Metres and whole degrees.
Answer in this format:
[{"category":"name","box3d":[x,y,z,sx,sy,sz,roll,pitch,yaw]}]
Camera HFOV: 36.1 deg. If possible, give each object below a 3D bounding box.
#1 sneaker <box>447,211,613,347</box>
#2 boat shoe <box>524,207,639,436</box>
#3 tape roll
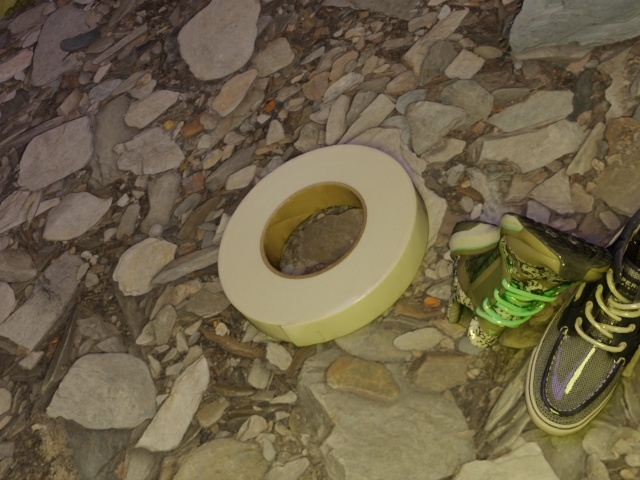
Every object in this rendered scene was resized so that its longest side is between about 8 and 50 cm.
[{"category":"sneaker","box3d":[0.276,0.071,1.385,0.158,0.410,0.182,18,85,-7]},{"category":"boat shoe","box3d":[0.389,0.100,1.343,0.127,0.158,0.340,27,70,13]},{"category":"tape roll","box3d":[0.000,0.000,1.736,0.392,0.072,0.392,-16,49,19]}]
